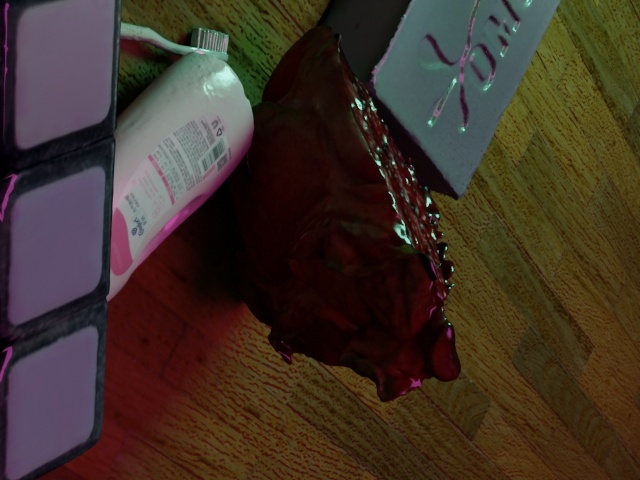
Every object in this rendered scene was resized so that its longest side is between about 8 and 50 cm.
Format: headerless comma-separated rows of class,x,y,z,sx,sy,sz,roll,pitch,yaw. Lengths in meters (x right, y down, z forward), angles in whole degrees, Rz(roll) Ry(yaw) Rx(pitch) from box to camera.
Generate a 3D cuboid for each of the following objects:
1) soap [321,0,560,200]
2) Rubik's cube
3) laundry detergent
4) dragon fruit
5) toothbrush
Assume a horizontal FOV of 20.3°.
soap,0.128,-0.236,1.957,0.285,0.107,0.296,41,71,-55
Rubik's cube,-0.354,-0.020,1.082,0.359,0.363,0.362,-26,125,-54
laundry detergent,-0.189,-0.021,1.600,0.335,0.088,0.159,-50,151,-28
dragon fruit,-0.009,0.004,1.705,0.329,0.228,0.286,-101,166,-50
toothbrush,-0.171,-0.189,1.589,0.307,0.025,0.030,4,96,-58
